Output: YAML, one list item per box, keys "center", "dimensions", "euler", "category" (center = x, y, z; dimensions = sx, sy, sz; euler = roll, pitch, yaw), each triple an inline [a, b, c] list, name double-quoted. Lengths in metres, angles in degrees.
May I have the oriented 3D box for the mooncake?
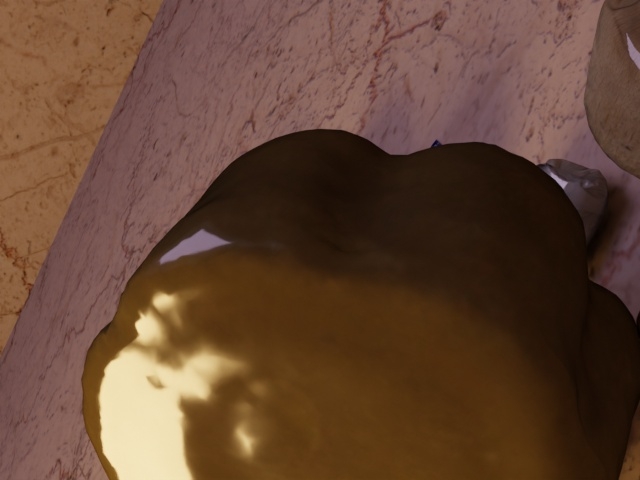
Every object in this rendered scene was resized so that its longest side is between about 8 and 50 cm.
- center: [0.039, 0.123, 1.086]
  dimensions: [0.467, 0.467, 0.262]
  euler: [-49, 9, 38]
  category: "mooncake"

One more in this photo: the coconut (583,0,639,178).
- center: [0.339, -0.152, 1.102]
  dimensions: [0.224, 0.224, 0.224]
  euler: [-46, 33, 42]
  category: "coconut"

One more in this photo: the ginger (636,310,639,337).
- center: [0.334, 0.049, 1.109]
  dimensions: [0.103, 0.073, 0.162]
  euler: [-31, 37, 36]
  category: "ginger"

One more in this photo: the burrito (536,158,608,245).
- center: [0.170, 0.096, 1.375]
  dimensions: [0.445, 0.101, 0.139]
  euler: [-61, 30, 20]
  category: "burrito"

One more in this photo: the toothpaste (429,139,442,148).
- center: [0.141, -0.101, 1.699]
  dimensions: [0.083, 0.015, 0.024]
  euler: [-58, 25, 12]
  category: "toothpaste"
